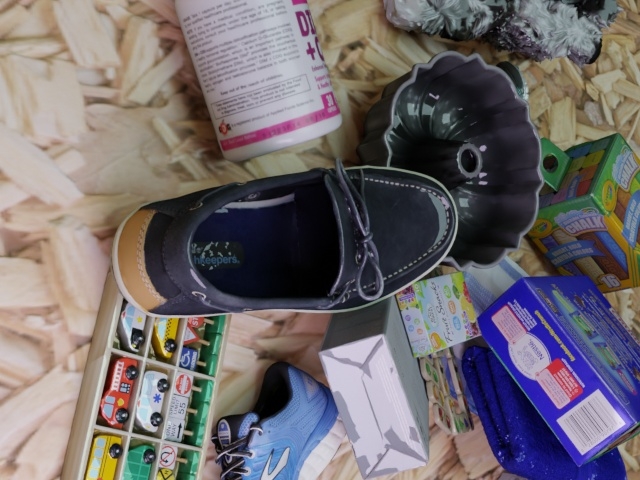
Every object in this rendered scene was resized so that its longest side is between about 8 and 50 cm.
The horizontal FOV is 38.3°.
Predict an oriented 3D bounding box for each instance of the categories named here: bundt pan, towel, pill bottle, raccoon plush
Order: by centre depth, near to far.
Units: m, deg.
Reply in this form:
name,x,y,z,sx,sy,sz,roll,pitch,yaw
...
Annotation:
name,x,y,z,sx,sy,sz,roll,pitch,yaw
pill bottle,-0.086,-0.254,1.147,0.160,0.160,0.283,-27,104,-44
bundt pan,0.186,-0.116,1.411,0.330,0.124,0.331,2,86,-35
towel,0.369,0.290,1.482,0.308,0.076,0.228,24,35,-37
towel,0.289,0.153,1.564,0.209,0.034,0.285,39,59,-34
raccoon plush,0.300,-0.421,1.603,0.446,0.299,0.216,8,94,-12

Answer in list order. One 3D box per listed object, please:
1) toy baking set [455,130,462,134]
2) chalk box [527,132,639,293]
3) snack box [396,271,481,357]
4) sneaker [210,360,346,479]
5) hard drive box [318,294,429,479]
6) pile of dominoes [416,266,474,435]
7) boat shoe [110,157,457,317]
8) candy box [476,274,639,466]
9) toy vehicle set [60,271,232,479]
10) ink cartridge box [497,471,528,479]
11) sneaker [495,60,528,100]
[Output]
name,x,y,z,sx,sy,sz,roll,pitch,yaw
toy baking set,0.269,-0.105,1.561,0.196,0.030,0.256,25,74,-30
chalk box,0.489,-0.064,1.676,0.289,0.179,0.180,46,54,-20
snack box,0.169,0.103,1.312,0.141,0.037,0.100,-8,79,-52
sneaker,-0.089,0.287,1.117,0.147,0.129,0.330,46,46,-22
hard drive box,0.078,0.177,1.227,0.232,0.089,0.181,-60,133,-75
pile of dominoes,0.187,0.164,1.373,0.196,0.040,0.251,14,60,-68
boat shoe,0.000,0.000,1.114,0.500,0.156,0.187,-7,88,-38
candy box,0.417,0.192,1.467,0.317,0.122,0.268,2,48,-56
toy vehicle set,-0.197,0.185,1.066,0.166,0.035,0.267,23,68,-41
ink cartridge box,0.313,0.575,1.464,0.309,0.130,0.272,-39,113,-41
sneaker,0.327,-0.237,1.636,0.076,0.065,0.167,-5,87,-42
